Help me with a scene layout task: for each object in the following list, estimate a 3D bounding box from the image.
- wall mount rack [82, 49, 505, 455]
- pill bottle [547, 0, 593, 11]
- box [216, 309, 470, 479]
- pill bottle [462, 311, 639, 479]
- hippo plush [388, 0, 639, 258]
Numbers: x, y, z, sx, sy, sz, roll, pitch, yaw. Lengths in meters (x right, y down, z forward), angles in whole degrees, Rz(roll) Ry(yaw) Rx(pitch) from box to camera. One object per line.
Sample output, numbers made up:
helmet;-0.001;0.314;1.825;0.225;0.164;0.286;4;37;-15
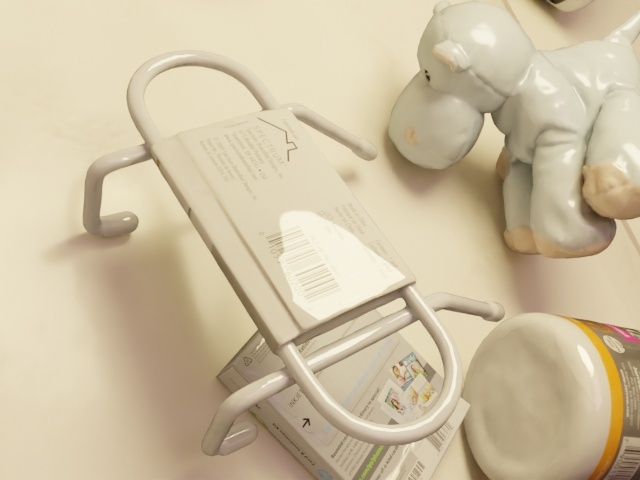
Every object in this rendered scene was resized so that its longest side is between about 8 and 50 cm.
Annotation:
wall mount rack;0.000;0.000;0.585;0.304;0.130;0.350;-21;64;-30
pill bottle;0.288;-0.493;1.040;0.334;0.188;0.188;35;51;-14
box;0.026;0.127;0.626;0.186;0.038;0.145;46;49;-5
pill bottle;0.285;0.163;0.700;0.278;0.162;0.162;12;60;-29
hippo plush;0.202;-0.129;0.744;0.236;0.294;0.234;19;34;-15
